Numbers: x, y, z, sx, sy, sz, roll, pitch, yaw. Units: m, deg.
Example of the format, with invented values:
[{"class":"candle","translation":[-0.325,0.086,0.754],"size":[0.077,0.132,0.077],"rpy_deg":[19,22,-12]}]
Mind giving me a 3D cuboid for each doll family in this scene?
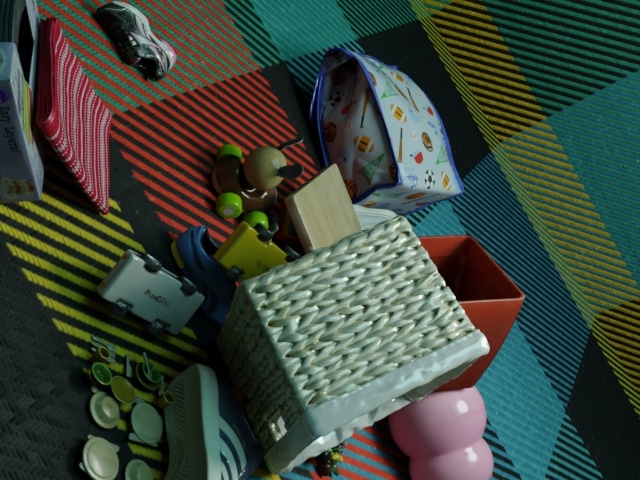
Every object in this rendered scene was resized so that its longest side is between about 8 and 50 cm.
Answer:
[{"class":"doll family","translation":[-0.005,0.345,1.681],"size":[0.193,0.076,0.111],"rpy_deg":[51,34,-10]}]

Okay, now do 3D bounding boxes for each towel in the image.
[{"class":"towel","translation":[-0.372,-0.186,1.419],"size":[0.275,0.031,0.199],"rpy_deg":[75,8,-63]}]

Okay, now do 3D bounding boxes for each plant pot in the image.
[{"class":"plant pot","translation":[0.213,0.156,1.848],"size":[0.267,0.236,0.267],"rpy_deg":[-2,28,-16]}]

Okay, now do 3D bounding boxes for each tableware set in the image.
[{"class":"tableware set","translation":[-0.279,0.202,1.371],"size":[0.154,0.024,0.104],"rpy_deg":[39,24,-34]},{"class":"tableware set","translation":[-0.283,0.289,1.319],"size":[0.141,0.020,0.169],"rpy_deg":[40,34,-37]}]

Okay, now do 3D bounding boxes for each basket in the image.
[{"class":"basket","translation":[0.029,0.176,1.504],"size":[0.331,0.328,0.266],"rpy_deg":[-24,75,-23]}]

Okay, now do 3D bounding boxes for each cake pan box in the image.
[{"class":"cake pan box","translation":[-0.435,-0.227,1.300],"size":[0.267,0.070,0.246],"rpy_deg":[99,-14,-54]}]

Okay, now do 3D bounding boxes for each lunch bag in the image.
[{"class":"lunch bag","translation":[0.149,-0.271,2.292],"size":[0.328,0.239,0.385],"rpy_deg":[3,71,-56]}]

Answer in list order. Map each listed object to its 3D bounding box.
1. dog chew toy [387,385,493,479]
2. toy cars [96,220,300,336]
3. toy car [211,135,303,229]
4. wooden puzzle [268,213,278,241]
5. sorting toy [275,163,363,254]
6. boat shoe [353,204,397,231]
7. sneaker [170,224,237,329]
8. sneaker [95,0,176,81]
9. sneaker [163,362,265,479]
[{"class":"dog chew toy","translation":[0.265,0.446,1.914],"size":[0.206,0.206,0.332],"rpy_deg":[-9,81,-60]},{"class":"toy cars","translation":[-0.196,0.049,1.508],"size":[0.393,0.176,0.087],"rpy_deg":[-16,39,-37]},{"class":"toy car","translation":[-0.102,-0.128,1.796],"size":[0.149,0.188,0.155],"rpy_deg":[35,39,-41]},{"class":"wooden puzzle","translation":[-0.103,-0.023,1.833],"size":[0.006,0.049,0.083],"rpy_deg":[34,27,-28]},{"class":"sorting toy","translation":[0.000,0.000,1.933],"size":[0.257,0.089,0.255],"rpy_deg":[68,26,-11]},{"class":"boat shoe","translation":[0.111,-0.030,2.196],"size":[0.227,0.079,0.081],"rpy_deg":[8,69,-51]},{"class":"sneaker","translation":[-0.178,0.070,1.616],"size":[0.209,0.082,0.069],"rpy_deg":[60,26,-8]},{"class":"sneaker","translation":[-0.347,-0.370,1.731],"size":[0.178,0.072,0.077],"rpy_deg":[39,46,-27]},{"class":"sneaker","translation":[-0.150,0.352,1.364],"size":[0.148,0.131,0.350],"rpy_deg":[34,39,-34]}]
